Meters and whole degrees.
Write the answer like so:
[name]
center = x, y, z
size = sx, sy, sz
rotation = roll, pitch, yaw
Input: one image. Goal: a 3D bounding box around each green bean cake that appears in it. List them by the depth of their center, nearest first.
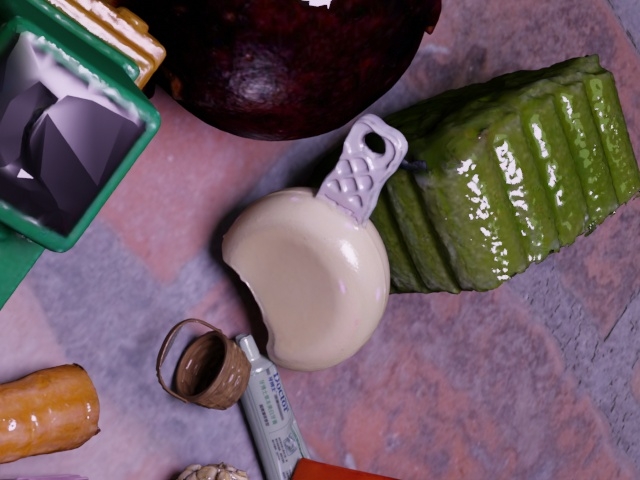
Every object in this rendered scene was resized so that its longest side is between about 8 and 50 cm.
[green bean cake]
center = 0.136, -0.059, 1.200
size = 0.247, 0.250, 0.156
rotation = -30, 105, -32

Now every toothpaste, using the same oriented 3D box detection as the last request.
[toothpaste]
center = -0.038, 0.187, 1.203
size = 0.064, 0.041, 0.218
rotation = -29, 108, -37

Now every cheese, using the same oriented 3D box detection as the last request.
[cheese]
center = 0.017, 0.011, 1.117
size = 0.163, 0.249, 0.071
rotation = 52, 39, -3

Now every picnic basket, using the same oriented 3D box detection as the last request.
[picnic basket]
center = -0.109, 0.108, 1.135
size = 0.083, 0.072, 0.072
rotation = 35, 69, -39

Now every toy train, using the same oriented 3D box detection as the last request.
[toy train]
center = -0.260, -0.036, 0.895
size = 0.178, 0.249, 0.429
rotation = 34, 94, -32

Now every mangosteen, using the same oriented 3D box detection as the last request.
[mangosteen]
center = -0.070, -0.235, 1.056
size = 0.346, 0.307, 0.307
rotation = 3, 86, -4

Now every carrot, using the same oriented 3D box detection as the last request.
[carrot]
center = -0.273, 0.149, 1.003
size = 0.205, 0.072, 0.072
rotation = -11, 94, -44

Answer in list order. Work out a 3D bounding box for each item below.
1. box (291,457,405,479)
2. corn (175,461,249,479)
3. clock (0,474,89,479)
[box]
center = 0.142, 0.384, 1.113
size = 0.318, 0.348, 0.257
rotation = 36, 68, -37
[corn]
center = -0.115, 0.296, 1.123
size = 0.087, 0.087, 0.211
rotation = 24, 81, -31
[clock]
center = -0.266, 0.220, 0.967
size = 0.290, 0.275, 0.080
rotation = 23, 69, -70
